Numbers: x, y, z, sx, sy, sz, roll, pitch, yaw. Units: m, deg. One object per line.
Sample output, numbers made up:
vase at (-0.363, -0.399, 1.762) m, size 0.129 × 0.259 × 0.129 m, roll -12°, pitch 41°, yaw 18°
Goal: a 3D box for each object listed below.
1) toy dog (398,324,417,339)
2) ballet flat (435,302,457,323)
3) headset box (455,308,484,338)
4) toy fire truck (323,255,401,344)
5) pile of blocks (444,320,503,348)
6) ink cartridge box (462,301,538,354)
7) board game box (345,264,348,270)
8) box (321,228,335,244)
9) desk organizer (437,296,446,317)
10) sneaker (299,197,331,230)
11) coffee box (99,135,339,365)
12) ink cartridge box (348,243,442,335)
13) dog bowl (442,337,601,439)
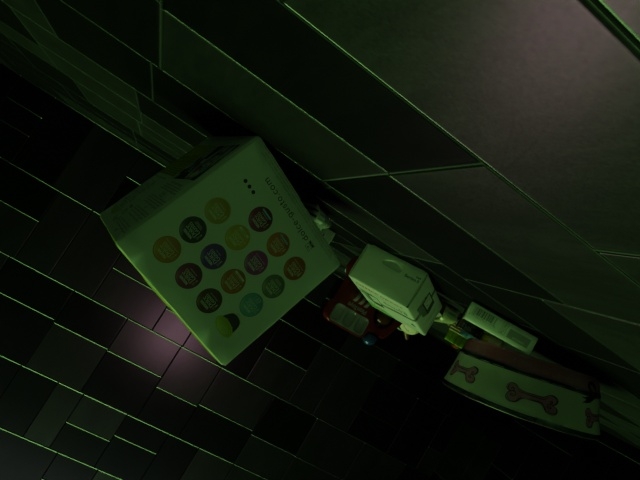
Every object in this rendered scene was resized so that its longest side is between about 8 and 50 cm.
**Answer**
toy dog at (0.257, 0.293, 2.070) m, size 0.334 × 0.160 × 0.220 m, roll 28°, pitch -147°, yaw 32°
ballet flat at (0.405, 0.252, 1.815) m, size 0.086 × 0.086 × 0.248 m, roll 32°, pitch 174°, yaw -6°
headset box at (0.448, 0.246, 1.556) m, size 0.083 × 0.062 × 0.032 m, roll 31°, pitch 174°, yaw 7°
toy fire truck at (0.173, 0.214, 1.763) m, size 0.302 × 0.253 × 0.169 m, roll 35°, pitch 174°, yaw -31°
pile of blocks at (0.557, 0.389, 1.997) m, size 0.149 × 0.112 × 0.362 m, roll 32°, pitch 174°, yaw -8°
ink cartridge box at (0.476, 0.234, 1.408) m, size 0.181 × 0.056 × 0.225 m, roll 30°, pitch -178°, yaw 16°
board game box at (0.210, 0.179, 2.394) m, size 0.212 × 0.039 × 0.160 m, roll 32°, pitch 175°, yaw 6°
box at (0.000, 0.000, 1.787) m, size 0.063 × 0.067 × 0.324 m, roll 33°, pitch 176°, yaw 1°
desk organizer at (0.338, 0.184, 1.653) m, size 0.130 × 0.050 × 0.047 m, roll 48°, pitch 137°, yaw -13°
sneaker at (-0.062, -0.071, 1.396) m, size 0.229 × 0.086 × 0.132 m, roll 25°, pitch 174°, yaw 43°
coffee box at (-0.231, -0.001, 1.152) m, size 0.337 × 0.334 × 0.338 m, roll 57°, pitch 163°, yaw -25°
ink cartridge box at (0.219, 0.144, 1.492) m, size 0.199 × 0.114 × 0.273 m, roll 28°, pitch 168°, yaw 30°
dog bowl at (0.551, 0.384, 1.415) m, size 0.409 × 0.150 × 0.408 m, roll 17°, pitch 176°, yaw 1°
